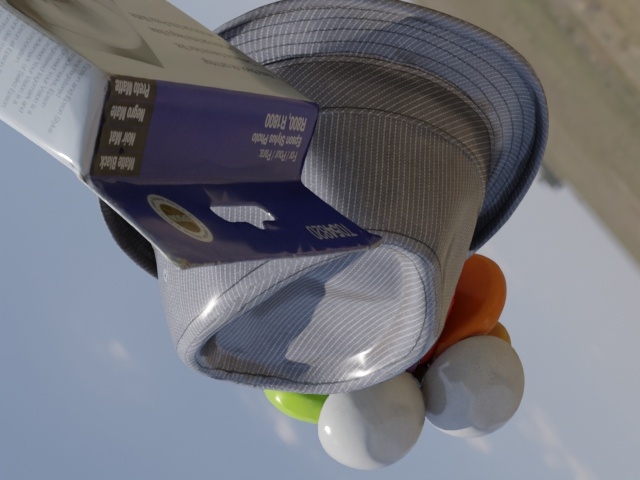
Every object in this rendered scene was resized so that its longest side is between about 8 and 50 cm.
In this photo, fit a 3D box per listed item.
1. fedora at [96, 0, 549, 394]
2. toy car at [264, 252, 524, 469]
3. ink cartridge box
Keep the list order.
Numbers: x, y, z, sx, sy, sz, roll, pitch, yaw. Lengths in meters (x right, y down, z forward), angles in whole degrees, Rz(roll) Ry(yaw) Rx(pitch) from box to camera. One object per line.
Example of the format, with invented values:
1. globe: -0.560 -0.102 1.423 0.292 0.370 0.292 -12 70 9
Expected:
1. fedora: 0.000 0.000 1.059 0.243 0.275 0.124 19 -129 -28
2. toy car: 0.046 0.057 1.293 0.159 0.182 0.136 -131 33 -51
3. ink cartridge box: -0.086 -0.072 0.797 0.224 0.045 0.223 36 -167 15
